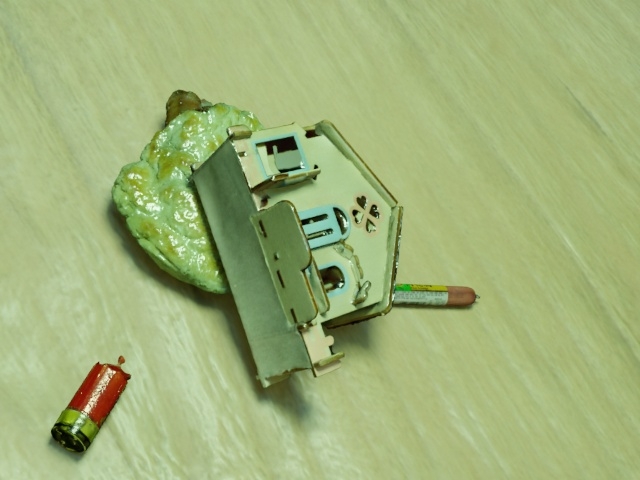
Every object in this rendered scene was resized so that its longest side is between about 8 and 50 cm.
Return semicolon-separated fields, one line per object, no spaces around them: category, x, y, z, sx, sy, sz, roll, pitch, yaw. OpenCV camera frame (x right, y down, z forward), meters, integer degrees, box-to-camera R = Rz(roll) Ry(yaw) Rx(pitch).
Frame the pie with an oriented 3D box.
pie;-0.141;-0.061;1.509;0.257;0.105;0.274;35;55;-11

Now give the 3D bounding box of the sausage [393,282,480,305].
sausage;0.128;0.076;1.573;0.223;0.029;0.029;3;60;-19

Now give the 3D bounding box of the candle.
candle;-0.272;0.191;1.339;0.052;0.052;0.130;30;53;-2

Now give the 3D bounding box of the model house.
model house;0.000;0.000;1.445;0.244;0.169;0.326;-14;84;-47
